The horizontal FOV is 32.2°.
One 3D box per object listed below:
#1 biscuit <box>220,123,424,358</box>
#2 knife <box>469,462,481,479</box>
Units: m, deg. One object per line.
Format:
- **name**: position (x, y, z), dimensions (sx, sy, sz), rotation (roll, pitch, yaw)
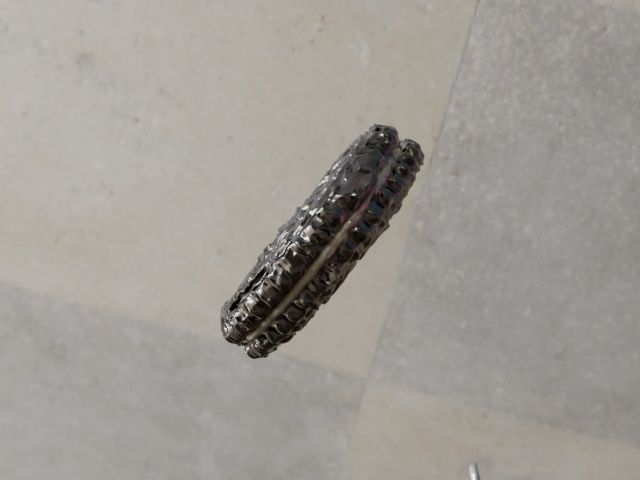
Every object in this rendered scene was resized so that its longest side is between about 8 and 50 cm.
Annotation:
- **biscuit**: position (0.000, 0.000, 0.764), dimensions (0.053, 0.194, 0.194), rotation (38, 136, -5)
- **knife**: position (0.131, 0.199, 0.585), dimensions (0.053, 0.123, 0.278), rotation (-17, 152, 24)
